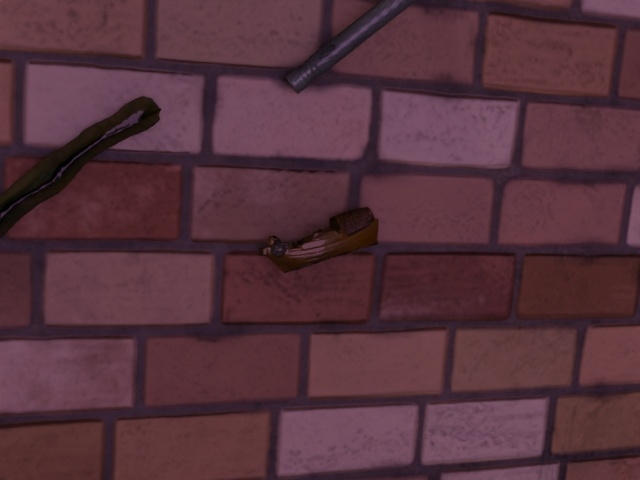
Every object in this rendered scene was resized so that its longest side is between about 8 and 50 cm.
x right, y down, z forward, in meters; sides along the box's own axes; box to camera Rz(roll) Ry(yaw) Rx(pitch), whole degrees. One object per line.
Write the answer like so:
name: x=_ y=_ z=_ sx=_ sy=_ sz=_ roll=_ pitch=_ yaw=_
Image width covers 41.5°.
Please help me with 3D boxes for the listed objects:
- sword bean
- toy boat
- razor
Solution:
sword bean: x=-0.281 y=-0.066 z=0.890 sx=0.269 sy=0.038 sz=0.043 roll=-39 pitch=105 yaw=-9
toy boat: x=0.000 y=0.000 z=0.994 sx=0.149 sy=0.047 sz=0.049 roll=-17 pitch=92 yaw=-17
razor: x=0.059 y=-0.246 z=0.953 sx=0.232 sy=0.106 sz=0.068 roll=-38 pitch=110 yaw=4
